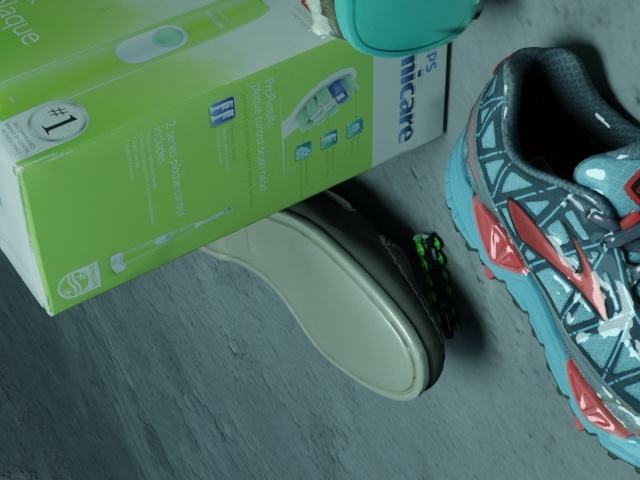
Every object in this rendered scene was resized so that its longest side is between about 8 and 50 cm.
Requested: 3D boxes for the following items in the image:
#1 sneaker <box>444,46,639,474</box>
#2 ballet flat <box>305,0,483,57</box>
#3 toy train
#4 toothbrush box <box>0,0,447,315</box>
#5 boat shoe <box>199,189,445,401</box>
[{"bbox_3d":[0.150,0.008,0.700,0.262,0.104,0.125,52,153,29],"label":"sneaker"},{"bbox_3d":[0.040,-0.252,0.646,0.147,0.147,0.409,54,156,24],"label":"ballet flat"},{"bbox_3d":[0.080,0.031,0.995,0.024,0.017,0.083,-136,28,-63],"label":"toy train"},{"bbox_3d":[-0.093,-0.110,0.876,0.206,0.283,0.122,48,151,37],"label":"toothbrush box"},{"bbox_3d":[0.000,0.000,1.057,0.335,0.095,0.112,36,140,45],"label":"boat shoe"}]
